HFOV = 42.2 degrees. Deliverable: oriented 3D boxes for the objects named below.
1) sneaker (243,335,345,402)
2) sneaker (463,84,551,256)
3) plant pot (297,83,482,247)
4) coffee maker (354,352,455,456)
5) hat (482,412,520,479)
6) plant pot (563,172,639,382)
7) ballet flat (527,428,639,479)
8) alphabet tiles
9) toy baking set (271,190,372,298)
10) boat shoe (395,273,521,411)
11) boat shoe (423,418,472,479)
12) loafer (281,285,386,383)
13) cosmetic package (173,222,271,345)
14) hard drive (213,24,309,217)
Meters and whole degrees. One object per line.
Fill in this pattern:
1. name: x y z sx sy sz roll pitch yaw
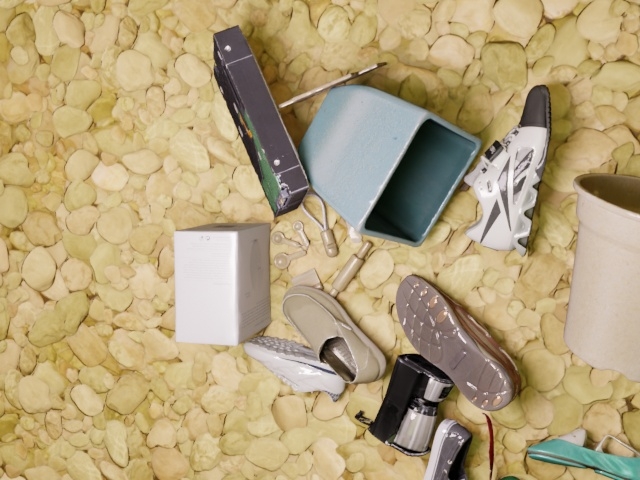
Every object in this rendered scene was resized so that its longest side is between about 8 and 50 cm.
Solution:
1. sneaker: -0.059 0.271 1.762 0.235 0.090 0.094 17 109 13
2. sneaker: 0.356 -0.142 1.595 0.146 0.122 0.330 12 98 11
3. plant pot: 0.108 -0.166 1.600 0.252 0.247 0.247 38 104 33
4. coffee maker: 0.170 0.322 1.688 0.171 0.120 0.178 21 99 12
5. hat: 0.382 0.499 1.701 0.173 0.183 0.208 12 139 -2
6. plant pot: 0.580 0.074 1.481 0.334 0.334 0.305 15 109 12
7. ballet flat: 0.536 0.419 1.636 0.247 0.083 0.087 14 74 12
8. alphabet tiles: 0.024 -0.301 1.604 0.198 0.237 0.009 -21 99 15
9. toy baking set: 0.005 0.005 1.744 0.197 0.030 0.256 41 103 7
10. boat shoe: 0.274 0.199 1.656 0.123 0.116 0.324 -50 63 29
11. boat shoe: 0.264 0.472 1.677 0.076 0.080 0.228 24 112 40
12. loafer: 0.017 0.192 1.696 0.268 0.092 0.102 39 117 19
13. cosmetic package: -0.196 0.082 1.702 0.138 0.224 0.224 0 95 14
14. hard drive: -0.121 -0.226 1.640 0.064 0.237 0.338 -22 84 -9
